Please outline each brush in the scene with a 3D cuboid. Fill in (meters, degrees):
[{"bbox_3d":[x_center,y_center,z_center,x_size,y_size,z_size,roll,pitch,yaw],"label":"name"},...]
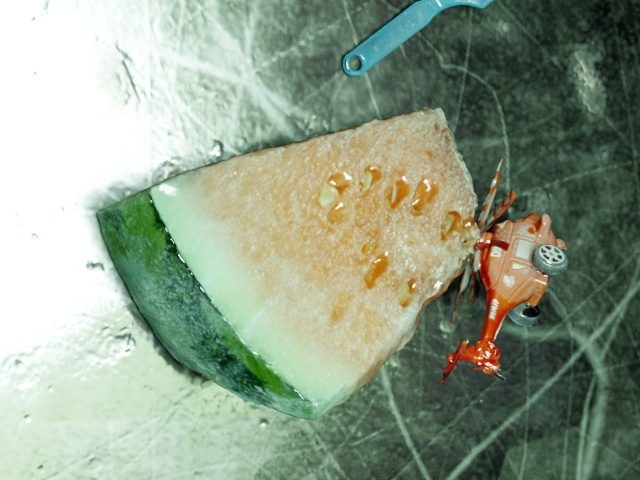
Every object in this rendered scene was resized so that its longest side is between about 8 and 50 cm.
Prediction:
[{"bbox_3d":[0.081,-0.176,1.321,0.164,0.014,0.051,-38,102,-15],"label":"brush"}]

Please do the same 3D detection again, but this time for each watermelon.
[{"bbox_3d":[0.000,0.000,1.247,0.256,0.140,0.193,-32,97,-26],"label":"watermelon"}]

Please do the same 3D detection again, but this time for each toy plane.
[{"bbox_3d":[0.137,0.030,1.274,0.077,0.194,0.126,23,108,1],"label":"toy plane"}]
